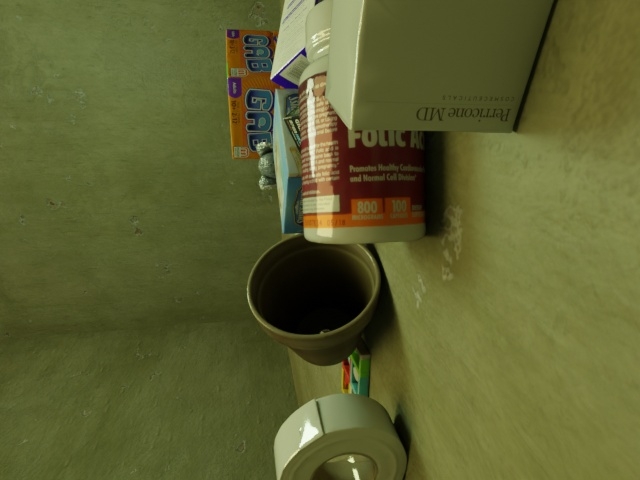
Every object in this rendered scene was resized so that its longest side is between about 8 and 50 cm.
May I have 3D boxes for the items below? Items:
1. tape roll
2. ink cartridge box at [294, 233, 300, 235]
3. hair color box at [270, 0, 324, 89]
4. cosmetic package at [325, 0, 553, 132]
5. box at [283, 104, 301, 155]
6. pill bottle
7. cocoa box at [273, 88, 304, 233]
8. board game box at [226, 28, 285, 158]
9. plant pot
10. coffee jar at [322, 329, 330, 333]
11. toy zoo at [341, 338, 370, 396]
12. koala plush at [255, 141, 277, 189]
[{"bbox_3d":[0.040,0.479,0.904,0.100,0.286,0.286,-114,24,-64],"label":"tape roll"},{"bbox_3d":[0.000,0.000,1.277,0.212,0.093,0.154,-12,-78,-71],"label":"ink cartridge box"},{"bbox_3d":[-0.026,-0.598,1.126,0.185,0.110,0.339,-15,63,51],"label":"hair color box"},{"bbox_3d":[0.132,-0.321,0.435,0.156,0.217,0.385,-110,19,-58],"label":"cosmetic package"},{"bbox_3d":[0.031,-0.243,0.898,0.220,0.051,0.175,-52,-51,-36],"label":"box"},{"bbox_3d":[0.074,-0.196,0.734,0.224,0.224,0.393,-162,70,-78],"label":"pill bottle"},{"bbox_3d":[-0.006,-0.220,1.127,0.231,0.227,0.347,102,162,-54],"label":"cocoa box"},{"bbox_3d":[-0.187,-0.579,1.645,0.356,0.356,0.357,101,162,-51],"label":"board game box"},{"bbox_3d":[-0.003,0.184,1.080,0.280,0.323,0.323,81,177,-47],"label":"plant pot"},{"bbox_3d":[0.039,0.224,1.390,0.096,0.079,0.185,139,129,-67],"label":"coffee jar"},{"bbox_3d":[0.102,0.423,1.236,0.192,0.030,0.293,-124,33,-70],"label":"toy zoo"},{"bbox_3d":[-0.121,-0.277,1.484,0.203,0.221,0.196,-128,37,-71],"label":"koala plush"}]
